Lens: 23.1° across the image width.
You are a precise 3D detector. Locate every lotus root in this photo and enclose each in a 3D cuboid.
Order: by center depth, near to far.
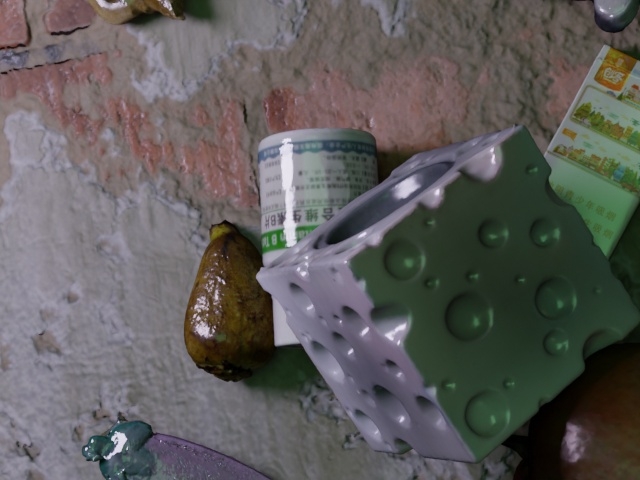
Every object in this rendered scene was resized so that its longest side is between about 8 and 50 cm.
[{"bbox_3d":[-0.103,0.062,1.780,0.108,0.094,0.190,3,76,-21],"label":"lotus root"}]

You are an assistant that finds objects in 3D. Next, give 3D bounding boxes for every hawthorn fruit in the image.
[{"bbox_3d":[0.313,0.230,1.586,0.301,0.268,0.267,10,85,22],"label":"hawthorn fruit"}]

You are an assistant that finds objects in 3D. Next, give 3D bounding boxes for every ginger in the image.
[{"bbox_3d":[-0.225,-0.350,1.877,0.133,0.059,0.214,-12,79,19],"label":"ginger"}]

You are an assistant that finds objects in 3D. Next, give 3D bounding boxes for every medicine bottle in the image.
[{"bbox_3d":[0.000,0.000,1.741,0.139,0.139,0.236,-3,83,12],"label":"medicine bottle"}]

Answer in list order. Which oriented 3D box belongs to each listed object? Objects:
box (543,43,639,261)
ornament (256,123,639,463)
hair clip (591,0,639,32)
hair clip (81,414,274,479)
[{"bbox_3d":[0.316,-0.095,1.738,0.122,0.032,0.220,29,90,15],"label":"box"},{"bbox_3d":[0.124,0.056,1.583,0.240,0.239,0.239,-37,101,-21],"label":"ornament"},{"bbox_3d":[0.288,-0.325,1.758,0.257,0.075,0.146,27,94,19],"label":"hair clip"},{"bbox_3d":[-0.102,0.315,1.759,0.359,0.110,0.095,34,131,10],"label":"hair clip"}]
